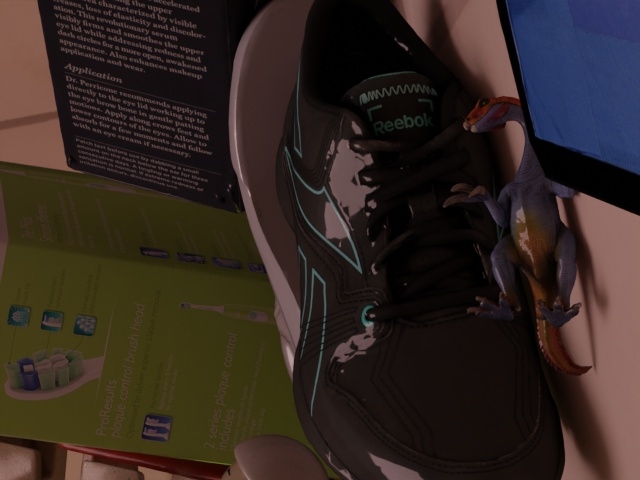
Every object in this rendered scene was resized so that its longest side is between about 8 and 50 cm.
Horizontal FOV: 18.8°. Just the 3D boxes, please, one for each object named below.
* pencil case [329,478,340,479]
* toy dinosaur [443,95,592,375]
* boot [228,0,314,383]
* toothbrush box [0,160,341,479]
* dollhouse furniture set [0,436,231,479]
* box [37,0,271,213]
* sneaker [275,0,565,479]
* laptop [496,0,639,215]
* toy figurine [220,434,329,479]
[{"bbox_3d":[0.026,0.237,1.200,0.098,0.095,0.209,-137,33,-61],"label":"pencil case"},{"bbox_3d":[0.070,-0.008,0.691,0.090,0.047,0.082,72,-161,-52],"label":"toy dinosaur"},{"bbox_3d":[0.000,0.000,0.990,0.123,0.095,0.258,-158,55,-73],"label":"boot"},{"bbox_3d":[-0.122,0.039,1.180,0.206,0.283,0.122,-128,49,-71],"label":"toothbrush box"},{"bbox_3d":[-0.131,0.129,1.258,0.262,0.259,0.135,-11,-74,-58],"label":"dollhouse furniture set"},{"bbox_3d":[-0.066,-0.142,1.004,0.207,0.108,0.153,88,-159,-50],"label":"box"},{"bbox_3d":[0.028,0.001,0.780,0.267,0.101,0.106,-110,13,-46],"label":"sneaker"},{"bbox_3d":[0.013,-0.093,0.365,0.234,0.264,0.136,29,100,65],"label":"laptop"},{"bbox_3d":[0.004,0.223,0.946,0.213,0.148,0.209,47,-174,-34],"label":"toy figurine"}]
